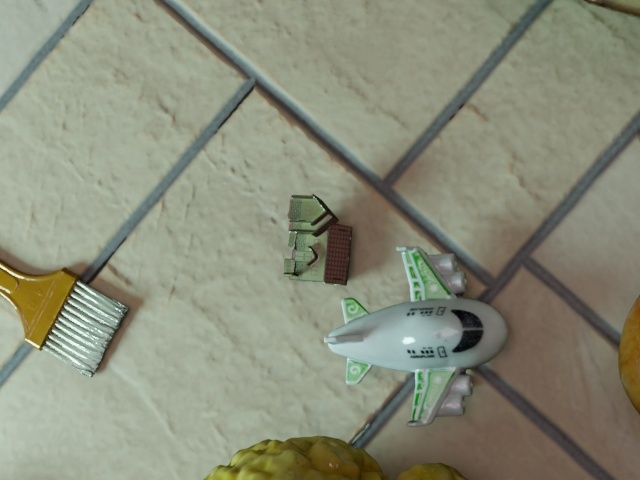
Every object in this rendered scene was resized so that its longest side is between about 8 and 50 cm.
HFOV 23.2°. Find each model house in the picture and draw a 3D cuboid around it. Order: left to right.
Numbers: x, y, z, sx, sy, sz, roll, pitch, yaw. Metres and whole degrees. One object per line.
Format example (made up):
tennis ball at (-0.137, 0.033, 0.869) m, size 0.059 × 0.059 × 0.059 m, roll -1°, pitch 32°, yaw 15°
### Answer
model house at (0.000, 0.000, 1.534) m, size 0.058 × 0.057 × 0.083 m, roll 5°, pitch 83°, yaw 20°

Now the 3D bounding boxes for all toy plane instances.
toy plane at (0.092, 0.091, 1.486) m, size 0.174 × 0.080 × 0.174 m, roll -2°, pitch 82°, yaw 12°

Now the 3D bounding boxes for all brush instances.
brush at (-0.347, 0.033, 1.642) m, size 0.314 × 0.017 × 0.090 m, roll 29°, pitch 91°, yaw 17°

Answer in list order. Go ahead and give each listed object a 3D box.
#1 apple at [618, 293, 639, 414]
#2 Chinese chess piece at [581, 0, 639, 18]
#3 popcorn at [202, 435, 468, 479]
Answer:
apple at (0.380, 0.096, 1.361) m, size 0.235 × 0.173 × 0.210 m, roll -28°, pitch 77°, yaw 11°
Chinese chess piece at (0.244, -0.267, 1.391) m, size 0.270 × 0.270 × 0.112 m, roll 19°, pitch 104°, yaw 16°
popcorn at (0.021, 0.307, 1.413) m, size 0.332 × 0.225 × 0.265 m, roll -5°, pitch 77°, yaw 2°
